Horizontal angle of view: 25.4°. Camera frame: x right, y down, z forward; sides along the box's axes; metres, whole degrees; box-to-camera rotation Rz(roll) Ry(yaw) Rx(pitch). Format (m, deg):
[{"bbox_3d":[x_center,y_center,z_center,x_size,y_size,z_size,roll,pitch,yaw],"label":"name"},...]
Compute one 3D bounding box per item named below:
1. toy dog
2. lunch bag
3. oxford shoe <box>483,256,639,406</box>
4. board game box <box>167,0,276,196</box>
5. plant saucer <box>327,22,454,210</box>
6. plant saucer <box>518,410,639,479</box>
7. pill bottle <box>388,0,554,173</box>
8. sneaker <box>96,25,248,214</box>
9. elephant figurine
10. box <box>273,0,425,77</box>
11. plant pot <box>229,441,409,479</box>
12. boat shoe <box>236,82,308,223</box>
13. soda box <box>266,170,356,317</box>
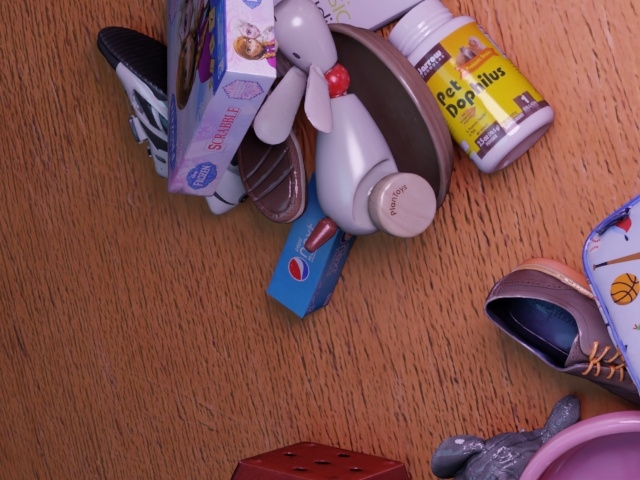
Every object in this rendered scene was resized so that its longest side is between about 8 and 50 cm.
[{"bbox_3d":[-0.005,-0.120,1.783,0.334,0.161,0.220,55,160,4],"label":"toy dog"},{"bbox_3d":[0.438,0.050,1.594,0.243,0.115,0.303,-38,51,28],"label":"lunch bag"},{"bbox_3d":[0.364,0.147,1.741,0.363,0.132,0.130,26,117,25],"label":"oxford shoe"},{"bbox_3d":[-0.132,-0.266,1.802,0.318,0.066,0.319,125,146,-59],"label":"board game box"},{"bbox_3d":[0.081,-0.159,1.821,0.278,0.041,0.278,47,158,26],"label":"plant saucer"},{"bbox_3d":[0.403,0.349,1.763,0.332,0.084,0.332,5,113,12],"label":"plant saucer"},{"bbox_3d":[0.182,-0.196,1.766,0.215,0.117,0.117,50,126,11],"label":"pill bottle"},{"bbox_3d":[-0.224,-0.169,2.052,0.330,0.122,0.146,46,123,14],"label":"sneaker"},{"bbox_3d":[0.222,0.316,1.862,0.169,0.186,0.239,19,127,8],"label":"elephant figurine"},{"bbox_3d":[0.024,-0.379,1.855,0.322,0.058,0.232,-24,91,36],"label":"box"},{"bbox_3d":[-0.005,0.427,2.024,0.267,0.267,0.236,7,96,33],"label":"plant pot"},{"bbox_3d":[-0.064,-0.137,1.944,0.095,0.095,0.257,-28,68,24],"label":"boat shoe"},{"bbox_3d":[0.000,0.000,1.986,0.071,0.067,0.210,35,121,21],"label":"soda box"}]
